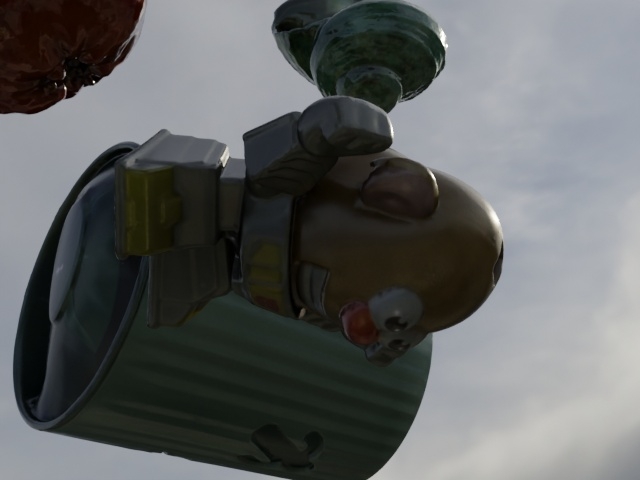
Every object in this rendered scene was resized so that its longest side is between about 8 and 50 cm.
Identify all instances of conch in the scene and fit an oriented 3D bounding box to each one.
[{"bbox_3d":[0.039,-0.191,1.512,0.176,0.121,0.188,7,15,-7],"label":"conch"}]

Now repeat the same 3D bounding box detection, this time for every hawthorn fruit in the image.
[{"bbox_3d":[-0.302,-0.244,1.347,0.211,0.299,0.211,-49,-10,-12],"label":"hawthorn fruit"}]

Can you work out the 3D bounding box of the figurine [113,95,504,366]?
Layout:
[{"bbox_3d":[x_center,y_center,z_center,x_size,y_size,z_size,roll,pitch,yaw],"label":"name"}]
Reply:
[{"bbox_3d":[0.000,-0.002,1.171,0.285,0.167,0.342,5,-9,9],"label":"figurine"}]

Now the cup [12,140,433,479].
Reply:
[{"bbox_3d":[-0.128,0.089,1.656,0.392,0.310,0.401,21,1,-28],"label":"cup"}]
